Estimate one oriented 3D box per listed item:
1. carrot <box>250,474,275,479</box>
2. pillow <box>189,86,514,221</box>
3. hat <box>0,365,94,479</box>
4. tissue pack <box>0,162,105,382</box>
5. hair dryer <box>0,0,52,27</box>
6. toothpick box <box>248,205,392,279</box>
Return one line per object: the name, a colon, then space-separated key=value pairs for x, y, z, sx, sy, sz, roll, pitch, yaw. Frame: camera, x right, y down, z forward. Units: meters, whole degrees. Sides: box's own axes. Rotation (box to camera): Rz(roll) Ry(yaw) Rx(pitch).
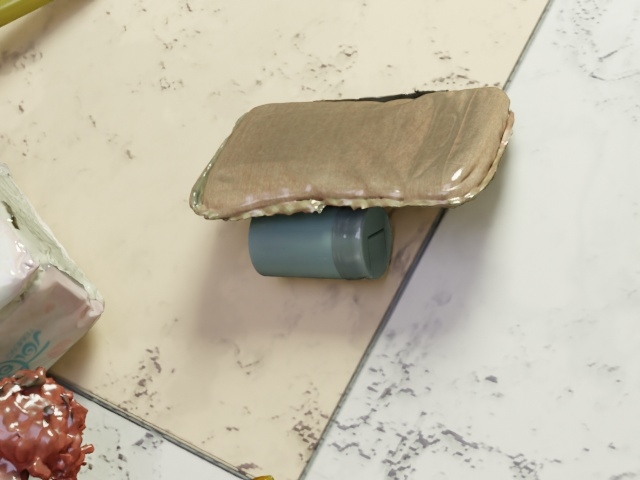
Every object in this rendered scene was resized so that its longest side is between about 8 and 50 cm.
carrot: x=-0.073 y=0.206 z=1.118 sx=0.048 sy=0.048 sz=0.139 roll=36 pitch=86 yaw=32
pillow: x=0.022 y=-0.058 z=1.169 sx=0.211 sy=0.034 sz=0.135 roll=0 pitch=35 yaw=25
hat: x=-0.227 y=0.220 z=1.148 sx=0.237 sy=0.107 sz=0.286 roll=18 pitch=81 yaw=6
tissue pack: x=-0.309 y=0.066 z=1.242 sx=0.271 sy=0.124 sz=0.201 roll=-44 pitch=57 yaw=4
hair dryer: x=-0.285 y=-0.155 z=1.344 sx=0.279 sy=0.135 sz=0.090 roll=-28 pitch=58 yaw=-8
toothpick box: x=0.000 y=0.000 z=1.169 sx=0.083 sy=0.052 sz=0.052 roll=1 pitch=69 yaw=27
